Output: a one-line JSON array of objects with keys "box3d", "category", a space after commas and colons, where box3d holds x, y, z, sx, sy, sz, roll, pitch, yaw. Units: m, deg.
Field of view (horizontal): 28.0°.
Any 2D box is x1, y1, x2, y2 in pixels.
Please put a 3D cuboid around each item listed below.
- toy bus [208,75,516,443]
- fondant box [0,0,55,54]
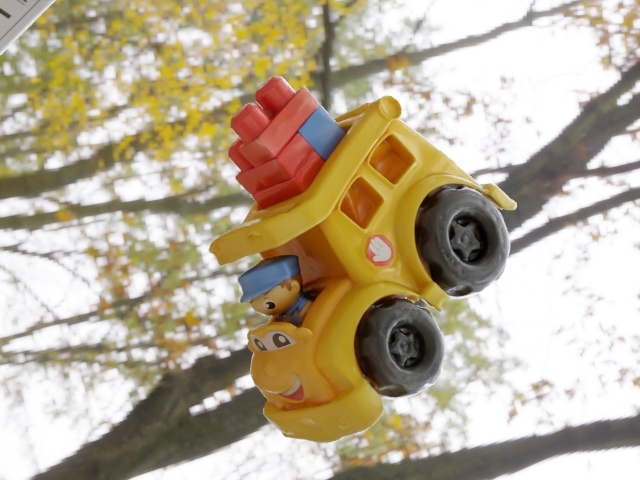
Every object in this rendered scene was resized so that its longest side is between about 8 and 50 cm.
[{"box3d": [0.000, 0.000, 0.901, 0.211, 0.220, 0.149, 45, -30, -19], "category": "toy bus"}, {"box3d": [-0.095, -0.218, 0.485, 0.330, 0.096, 0.238, -36, -141, 25], "category": "fondant box"}]
